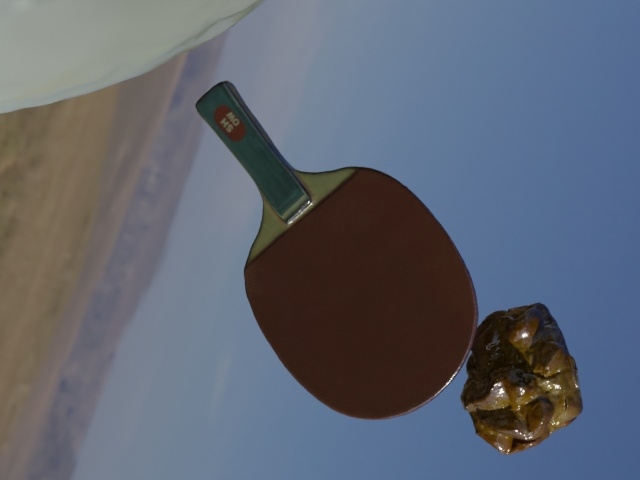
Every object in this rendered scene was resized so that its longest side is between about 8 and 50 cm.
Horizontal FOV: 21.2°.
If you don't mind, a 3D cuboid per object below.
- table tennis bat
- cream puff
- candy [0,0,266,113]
[{"bbox_3d":[0.000,0.000,1.201,0.154,0.274,0.021,-41,166,17],"label":"table tennis bat"},{"bbox_3d":[0.154,0.111,1.344,0.116,0.094,0.122,69,1,-50],"label":"cream puff"},{"bbox_3d":[-0.160,-0.224,0.488,0.386,0.427,0.186,-38,174,-23],"label":"candy"}]
